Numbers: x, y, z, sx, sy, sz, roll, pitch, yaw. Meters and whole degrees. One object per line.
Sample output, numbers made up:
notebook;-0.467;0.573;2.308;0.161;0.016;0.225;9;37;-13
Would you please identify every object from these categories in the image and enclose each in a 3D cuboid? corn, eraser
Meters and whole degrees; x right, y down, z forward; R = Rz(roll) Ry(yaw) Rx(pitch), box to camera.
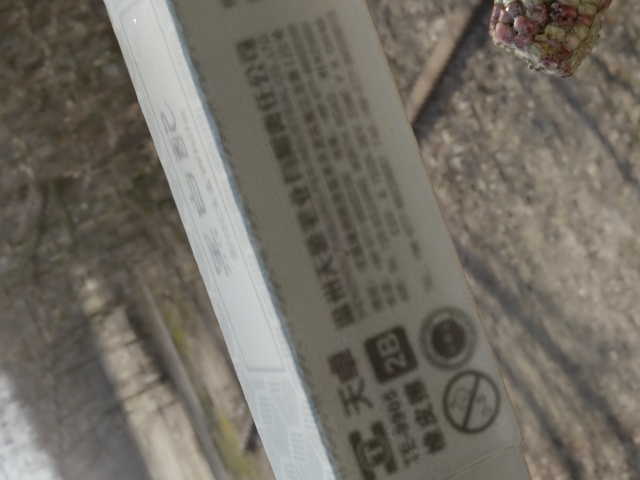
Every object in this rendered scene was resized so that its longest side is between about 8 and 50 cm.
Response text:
corn;0.184;-0.224;0.961;0.237;0.080;0.079;-66;22;7
eraser;0.000;0.000;0.681;0.096;0.098;0.403;-8;102;68
